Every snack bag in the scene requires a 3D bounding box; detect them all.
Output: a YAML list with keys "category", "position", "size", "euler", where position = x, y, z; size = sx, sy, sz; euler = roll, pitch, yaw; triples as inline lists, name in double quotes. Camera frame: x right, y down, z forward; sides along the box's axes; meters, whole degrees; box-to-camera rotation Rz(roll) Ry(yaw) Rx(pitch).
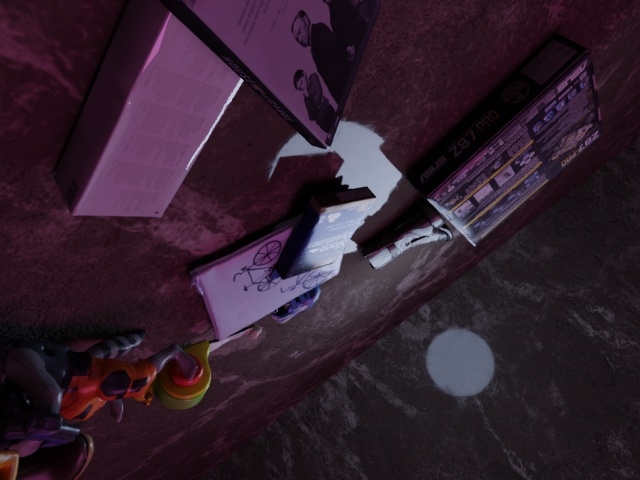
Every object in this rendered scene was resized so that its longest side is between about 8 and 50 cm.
- category: "snack bag"
  position: [-0.086, 0.063, 0.877]
  size: [0.343, 0.037, 0.323]
  euler: [-29, 155, -20]

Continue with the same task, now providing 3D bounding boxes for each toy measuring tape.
- category: "toy measuring tape"
  position: [-0.250, 0.287, 0.964]
  size: [0.330, 0.121, 0.121]
  euler: [-13, 147, -44]

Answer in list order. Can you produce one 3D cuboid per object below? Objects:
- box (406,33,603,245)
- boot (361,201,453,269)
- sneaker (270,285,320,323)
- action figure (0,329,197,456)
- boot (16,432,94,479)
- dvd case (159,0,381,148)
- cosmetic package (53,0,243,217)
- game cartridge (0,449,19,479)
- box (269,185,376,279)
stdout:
- category: "box"
  position: [0.422, -0.191, 0.963]
  size: [0.395, 0.097, 0.318]
  euler: [-45, 139, 15]
- category: "boot"
  position: [0.229, 0.002, 1.171]
  size: [0.229, 0.091, 0.263]
  euler: [-37, 153, 13]
- category: "sneaker"
  position: [-0.062, 0.150, 1.051]
  size: [0.144, 0.053, 0.059]
  euler: [-39, 155, 1]
- category: "action figure"
  position: [-0.407, 0.212, 0.620]
  size: [0.341, 0.178, 0.330]
  euler: [-19, 157, 24]
- category: "boot"
  position: [-0.600, 0.472, 0.838]
  size: [0.248, 0.090, 0.207]
  euler: [-35, 159, 3]
- category: "dvd case"
  position: [-0.017, -0.207, 0.374]
  size: [0.239, 0.030, 0.179]
  euler: [26, 83, -64]
- category: "cosmetic package"
  position: [-0.151, -0.125, 0.402]
  size: [0.239, 0.060, 0.099]
  euler: [-49, 153, 25]
- category: "game cartridge"
  position: [-0.506, 0.217, 0.359]
  size: [0.324, 0.052, 0.285]
  euler: [-8, 156, 5]
- category: "box"
  position: [0.000, 0.000, 0.799]
  size: [0.136, 0.036, 0.225]
  euler: [-16, 149, -41]
